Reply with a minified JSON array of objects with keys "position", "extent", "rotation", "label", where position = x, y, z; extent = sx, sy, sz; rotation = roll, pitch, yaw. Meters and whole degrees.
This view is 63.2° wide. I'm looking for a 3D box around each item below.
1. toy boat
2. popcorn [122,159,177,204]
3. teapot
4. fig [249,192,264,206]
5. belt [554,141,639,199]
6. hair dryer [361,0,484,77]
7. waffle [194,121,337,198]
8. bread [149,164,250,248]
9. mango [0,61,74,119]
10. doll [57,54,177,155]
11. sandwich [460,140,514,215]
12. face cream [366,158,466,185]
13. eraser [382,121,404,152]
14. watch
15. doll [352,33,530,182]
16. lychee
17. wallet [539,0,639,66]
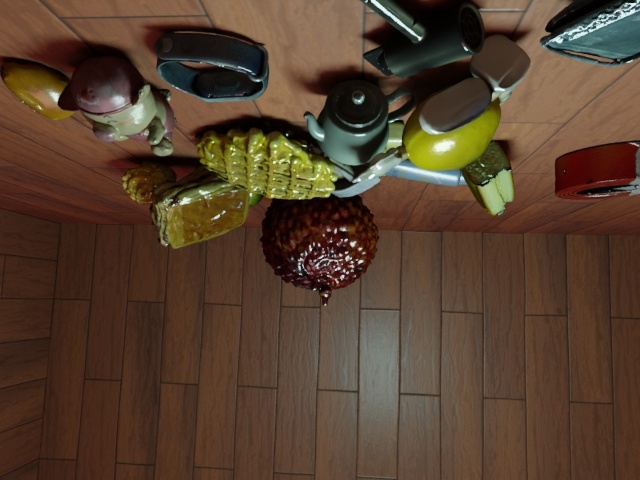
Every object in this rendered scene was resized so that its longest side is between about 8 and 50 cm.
[{"position":[0.011,-0.224,1.615],"extent":[0.293,0.111,0.276],"rotation":[20,168,-22],"label":"toy boat"},{"position":[-0.578,-0.198,1.768],"extent":[0.180,0.170,0.180],"rotation":[-10,160,-4],"label":"popcorn"},{"position":[0.081,-0.263,1.065],"extent":[0.239,0.162,0.149],"rotation":[-12,162,-5],"label":"teapot"},{"position":[-0.270,-0.193,1.849],"extent":[0.123,0.123,0.156],"rotation":[-2,163,34],"label":"fig"},{"position":[0.837,-0.195,1.500],"extent":[0.227,0.115,0.324],"rotation":[5,172,-31],"label":"belt"},{"position":[0.099,-0.333,0.786],"extent":[0.248,0.078,0.195],"rotation":[20,163,-40],"label":"hair dryer"},{"position":[-0.151,-0.205,1.472],"extent":[0.382,0.095,0.379],"rotation":[-1,160,43],"label":"waffle"},{"position":[-0.408,-0.129,1.743],"extent":[0.324,0.167,0.277],"rotation":[-19,151,-25],"label":"bread"},{"position":[-0.572,-0.306,1.075],"extent":[0.105,0.084,0.159],"rotation":[-7,171,20],"label":"mango"},{"position":[-0.407,-0.270,1.059],"extent":[0.196,0.152,0.256],"rotation":[-12,168,6],"label":"doll"},{"position":[0.484,-0.172,1.495],"extent":[0.122,0.128,0.235],"rotation":[-28,151,12],"label":"sandwich"},{"position":[0.322,-0.220,1.601],"extent":[0.385,0.086,0.135],"rotation":[6,172,6],"label":"face cream"},{"position":[0.131,-0.264,1.348],"extent":[0.172,0.058,0.117],"rotation":[1,174,9],"label":"eraser"},{"position":[-0.191,-0.316,0.959],"extent":[0.206,0.068,0.193],"rotation":[3,175,11],"label":"watch"},{"position":[0.249,-0.226,1.029],"extent":[0.348,0.161,0.423],"rotation":[-25,172,-30],"label":"doll"},{"position":[0.000,0.000,1.853],"extent":[0.424,0.500,0.425],"rotation":[-9,148,-6],"label":"lychee"},{"position":[0.498,-0.325,0.667],"extent":[0.237,0.075,0.342],"rotation":[-1,174,-32],"label":"wallet"}]
